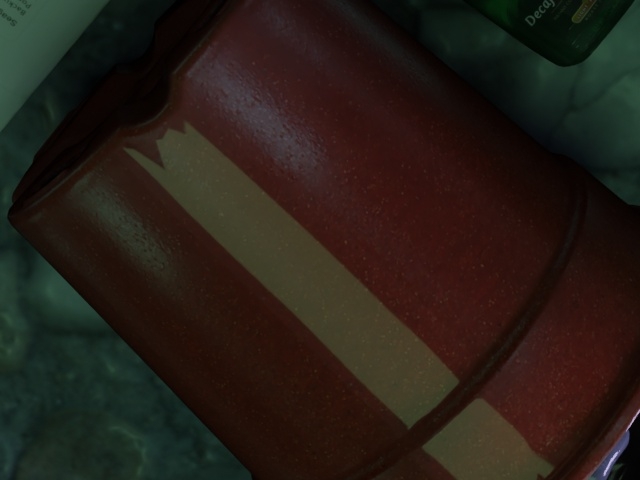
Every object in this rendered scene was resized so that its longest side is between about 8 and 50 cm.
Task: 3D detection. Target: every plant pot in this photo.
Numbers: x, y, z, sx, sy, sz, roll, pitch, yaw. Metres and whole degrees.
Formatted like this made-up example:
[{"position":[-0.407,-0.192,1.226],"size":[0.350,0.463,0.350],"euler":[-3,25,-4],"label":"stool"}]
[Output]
[{"position":[0.000,0.000,0.761],"size":[0.265,0.272,0.272],"euler":[43,114,-16],"label":"plant pot"}]

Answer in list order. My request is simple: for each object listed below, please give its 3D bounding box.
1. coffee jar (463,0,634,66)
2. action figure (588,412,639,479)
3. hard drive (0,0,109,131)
[{"position":[0.077,-0.170,0.742],"size":[0.184,0.079,0.096],"euler":[26,120,-16],"label":"coffee jar"},{"position":[0.229,0.257,0.923],"size":[0.248,0.276,0.370],"euler":[-2,107,-1],"label":"action figure"},{"position":[-0.159,-0.218,0.729],"size":[0.203,0.040,0.307],"euler":[35,116,-22],"label":"hard drive"}]
